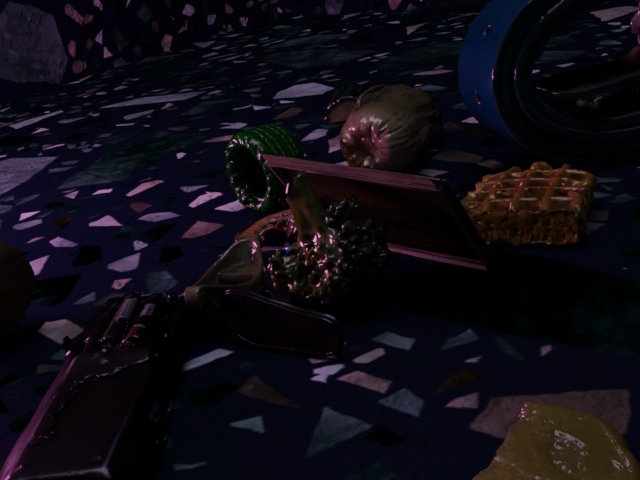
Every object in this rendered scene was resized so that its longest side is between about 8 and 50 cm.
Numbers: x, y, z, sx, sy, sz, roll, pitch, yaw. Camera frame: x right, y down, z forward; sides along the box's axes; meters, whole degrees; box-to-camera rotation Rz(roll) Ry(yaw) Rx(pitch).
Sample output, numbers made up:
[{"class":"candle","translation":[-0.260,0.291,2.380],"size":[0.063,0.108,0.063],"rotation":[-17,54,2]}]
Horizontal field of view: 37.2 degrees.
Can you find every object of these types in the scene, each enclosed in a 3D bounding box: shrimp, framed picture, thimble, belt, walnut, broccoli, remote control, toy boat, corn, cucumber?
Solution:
[{"class":"shrimp","translation":[-0.049,-0.007,1.304],"size":[0.132,0.051,0.187],"rotation":[-22,13,-1]},{"class":"framed picture","translation":[0.070,-0.030,1.119],"size":[0.252,0.197,0.014],"rotation":[11,66,36]},{"class":"thimble","translation":[-0.084,-0.111,1.475],"size":[0.118,0.130,0.090],"rotation":[31,41,32]},{"class":"belt","translation":[0.433,-0.280,1.434],"size":[0.437,0.300,0.173],"rotation":[-15,21,-13]},{"class":"walnut","translation":[-0.423,0.066,1.141],"size":[0.140,0.140,0.162],"rotation":[0,32,25]},{"class":"broccoli","translation":[0.000,0.000,1.088],"size":[0.154,0.160,0.167],"rotation":[-31,7,11]},{"class":"remote control","translation":[-0.205,0.145,0.930],"size":[0.145,0.062,0.399],"rotation":[-8,20,3]},{"class":"toy boat","translation":[-0.106,0.054,1.116],"size":[0.089,0.071,0.185],"rotation":[-2,21,20]},{"class":"corn","translation":[0.122,-0.189,1.593],"size":[0.123,0.122,0.305],"rotation":[-1,20,19]},{"class":"cucumber","translation":[0.067,-0.286,1.974],"size":[0.116,0.062,0.115],"rotation":[-6,24,13]}]

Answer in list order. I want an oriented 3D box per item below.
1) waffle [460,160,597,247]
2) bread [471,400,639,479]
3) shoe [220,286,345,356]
[{"class":"waffle","translation":[0.281,-0.054,1.255],"size":[0.160,0.055,0.211],"rotation":[-1,21,25]},{"class":"bread","translation":[0.157,0.183,0.633],"size":[0.125,0.086,0.156],"rotation":[18,36,34]},{"class":"shoe","translation":[-0.033,0.085,1.020],"size":[0.159,0.062,0.053],"rotation":[12,25,34]}]
